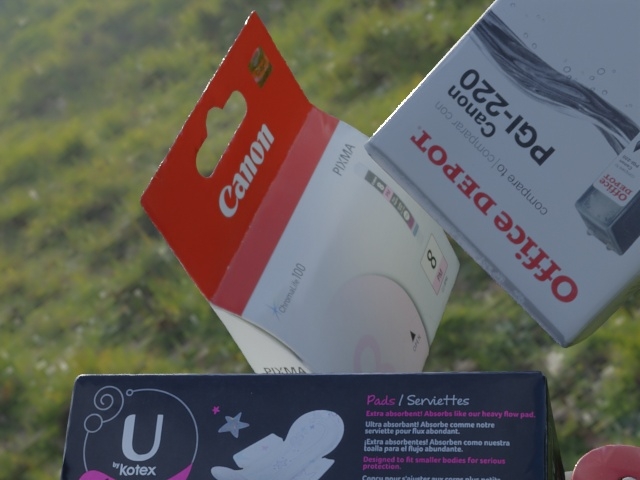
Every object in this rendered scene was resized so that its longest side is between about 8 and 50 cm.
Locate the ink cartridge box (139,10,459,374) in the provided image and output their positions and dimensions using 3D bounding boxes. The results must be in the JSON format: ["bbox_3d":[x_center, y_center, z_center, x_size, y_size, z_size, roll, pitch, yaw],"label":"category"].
[{"bbox_3d":[0.000,0.000,0.970,0.066,0.232,0.189,-4,41,29],"label":"ink cartridge box"}]

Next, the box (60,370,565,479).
[{"bbox_3d":[0.003,0.158,0.831,0.247,0.142,0.163,-1,-25,12],"label":"box"}]

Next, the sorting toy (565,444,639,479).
[{"bbox_3d":[0.175,0.257,1.156,0.257,0.089,0.255,-4,42,-9],"label":"sorting toy"}]

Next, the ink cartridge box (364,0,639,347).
[{"bbox_3d":[0.155,-0.073,0.835,0.218,0.158,0.092,-48,-12,17],"label":"ink cartridge box"}]
